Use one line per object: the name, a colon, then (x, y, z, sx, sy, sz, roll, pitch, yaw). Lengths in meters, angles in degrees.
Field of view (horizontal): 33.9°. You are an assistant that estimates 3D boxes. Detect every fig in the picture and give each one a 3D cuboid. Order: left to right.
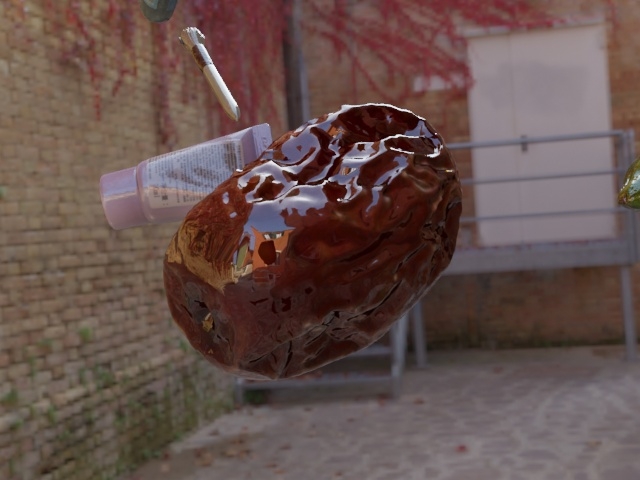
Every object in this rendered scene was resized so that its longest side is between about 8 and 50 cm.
fig: (0.475, -0.068, 1.466, 0.156, 0.123, 0.123, -30, 14, -28)

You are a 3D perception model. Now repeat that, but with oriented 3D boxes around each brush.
brush: (-0.175, -0.263, 1.656, 0.039, 0.042, 0.299, -36, 40, 6)

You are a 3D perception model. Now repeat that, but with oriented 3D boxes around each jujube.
jujube: (0.001, 0.000, 1.252, 0.377, 0.276, 0.276, -27, 12, -28)

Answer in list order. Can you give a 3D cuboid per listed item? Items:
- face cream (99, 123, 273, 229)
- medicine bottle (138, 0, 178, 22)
face cream: (-0.200, -0.090, 1.629, 0.274, 0.154, 0.096, -12, -29, 4)
medicine bottle: (-0.200, -0.386, 1.378, 0.053, 0.090, 0.208, 0, -35, -23)
